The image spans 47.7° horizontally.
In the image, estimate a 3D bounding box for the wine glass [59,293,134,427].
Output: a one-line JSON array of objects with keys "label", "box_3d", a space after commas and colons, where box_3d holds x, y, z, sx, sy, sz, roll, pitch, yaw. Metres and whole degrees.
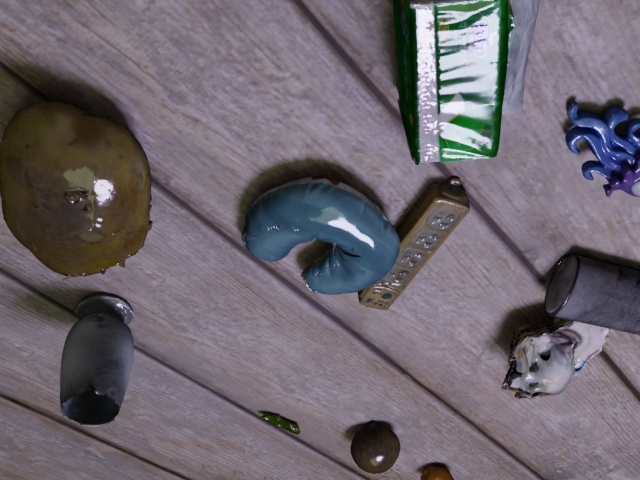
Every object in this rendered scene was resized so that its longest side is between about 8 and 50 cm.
[{"label": "wine glass", "box_3d": [-0.360, 0.188, 1.172, 0.111, 0.204, 0.111, -3, 135, -3]}]

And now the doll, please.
[{"label": "doll", "box_3d": [0.401, -0.118, 0.975, 0.206, 0.067, 0.110, 31, 120, -18]}]

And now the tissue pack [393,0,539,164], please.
[{"label": "tissue pack", "box_3d": [0.162, -0.212, 0.796, 0.156, 0.148, 0.209, -6, 137, 4]}]

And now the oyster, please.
[{"label": "oyster", "box_3d": [0.419, 0.199, 1.311, 0.223, 0.083, 0.214, -36, 139, 8]}]

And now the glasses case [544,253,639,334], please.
[{"label": "glasses case", "box_3d": [0.524, 0.105, 1.207, 0.299, 0.060, 0.114, 14, 108, -16]}]

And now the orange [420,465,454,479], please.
[{"label": "orange", "box_3d": [0.281, 0.566, 1.717, 0.086, 0.062, 0.086, 17, 175, 2]}]

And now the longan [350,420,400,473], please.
[{"label": "longan", "box_3d": [0.118, 0.445, 1.559, 0.113, 0.092, 0.113, 2, 98, 16]}]

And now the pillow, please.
[{"label": "pillow", "box_3d": [0.000, 0.000, 1.071, 0.233, 0.086, 0.214, 30, 134, -28]}]

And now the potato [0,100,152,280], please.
[{"label": "potato", "box_3d": [-0.320, -0.050, 0.959, 0.192, 0.141, 0.296, 7, 139, -6]}]

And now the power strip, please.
[{"label": "power strip", "box_3d": [0.135, 0.020, 1.126, 0.064, 0.044, 0.305, 15, 135, -19]}]

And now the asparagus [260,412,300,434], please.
[{"label": "asparagus", "box_3d": [-0.085, 0.384, 1.531, 0.108, 0.021, 0.025, 31, 124, -31]}]
